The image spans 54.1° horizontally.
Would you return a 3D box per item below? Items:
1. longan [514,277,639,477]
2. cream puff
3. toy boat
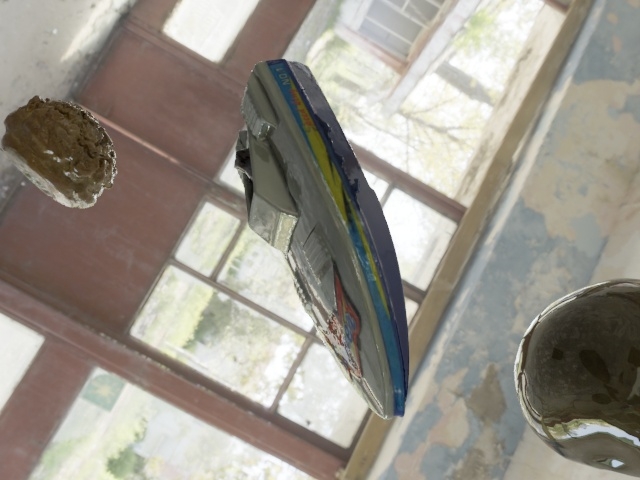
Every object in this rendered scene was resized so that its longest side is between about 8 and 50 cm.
[{"bbox_3d":[0.350,0.159,0.731,0.246,0.215,0.246,-47,-163,19],"label":"longan"},{"bbox_3d":[-0.333,-0.118,0.816,0.115,0.150,0.165,-52,-152,-20],"label":"cream puff"},{"bbox_3d":[0.000,0.000,0.492,0.129,0.088,0.295,110,-38,-55],"label":"toy boat"}]
